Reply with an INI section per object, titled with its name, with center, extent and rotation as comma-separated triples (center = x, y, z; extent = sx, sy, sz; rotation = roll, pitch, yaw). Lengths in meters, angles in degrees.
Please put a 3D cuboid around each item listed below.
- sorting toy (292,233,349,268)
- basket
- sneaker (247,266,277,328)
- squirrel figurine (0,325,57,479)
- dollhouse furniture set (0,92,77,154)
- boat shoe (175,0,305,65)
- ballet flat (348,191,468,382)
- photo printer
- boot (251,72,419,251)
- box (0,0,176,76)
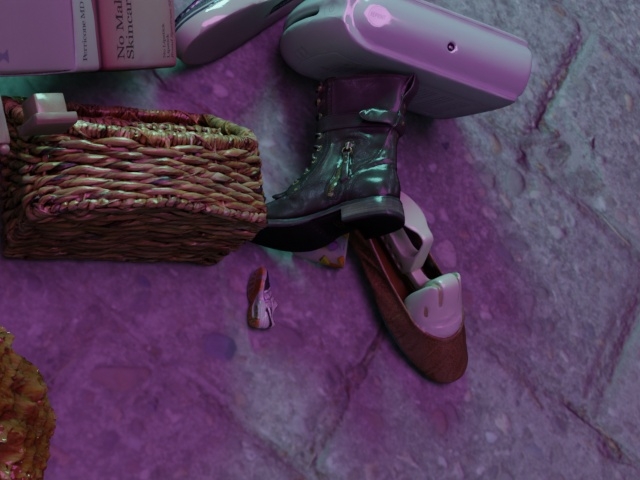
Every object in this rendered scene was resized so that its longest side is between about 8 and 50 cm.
[sorting toy]
center = 0.000, 0.000, 1.400
extent = 0.075, 0.045, 0.083
rotation = 8, 108, 2
[basket]
center = -0.225, -0.105, 1.233
extent = 0.299, 0.213, 0.222
rotation = 3, 70, -27
[sneaker]
center = -0.075, 0.077, 1.354
extent = 0.037, 0.032, 0.083
rotation = 17, 68, -37
[squirrel figurine]
center = -0.419, 0.232, 0.972
extent = 0.397, 0.281, 0.370
rotation = -33, 94, -31
[dollhouse furniture set]
center = -0.459, -0.013, 1.047
extent = 0.356, 0.303, 0.173
rotation = -9, 82, -39
[boat shoe]
center = -0.127, -0.379, 1.461
extent = 0.158, 0.127, 0.340
rotation = 47, 49, 4
[ballet flat]
center = 0.126, 0.034, 1.417
extent = 0.116, 0.124, 0.342
rotation = -21, 82, -33
[photo printer]
center = 0.103, -0.267, 1.452
extent = 0.308, 0.256, 0.107
rotation = 15, 85, -22
[boot]
center = 0.007, -0.111, 1.367
extent = 0.263, 0.091, 0.228
rotation = -7, 66, 17
[box]
center = -0.286, -0.276, 1.233
extent = 0.232, 0.127, 0.148
rotation = -28, 118, -66
